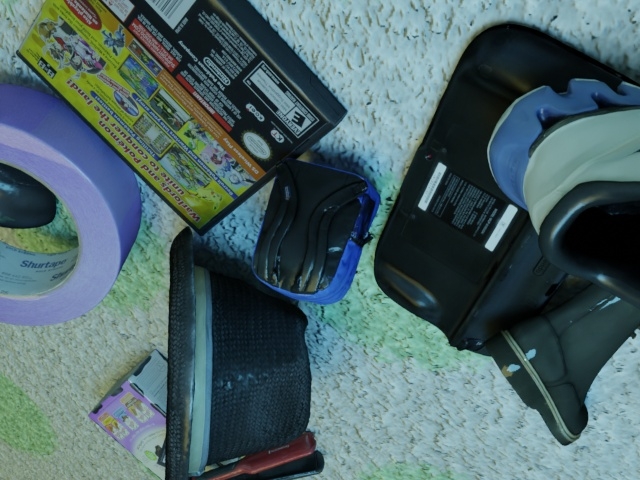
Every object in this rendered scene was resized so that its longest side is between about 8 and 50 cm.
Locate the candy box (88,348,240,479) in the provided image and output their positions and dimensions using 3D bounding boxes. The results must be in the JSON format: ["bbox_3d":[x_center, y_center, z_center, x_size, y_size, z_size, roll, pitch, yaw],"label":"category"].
[{"bbox_3d":[-0.223,0.274,1.122,0.196,0.070,0.165,44,135,-7],"label":"candy box"}]

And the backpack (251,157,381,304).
[{"bbox_3d":[0.000,0.000,0.712,0.098,0.120,0.101,14,169,25],"label":"backpack"}]

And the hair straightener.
[{"bbox_3d":[-0.101,0.337,1.038,0.230,0.047,0.089,-22,121,1],"label":"hair straightener"}]

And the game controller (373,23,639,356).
[{"bbox_3d":[0.150,-0.026,0.661,0.166,0.067,0.319,39,137,18],"label":"game controller"}]

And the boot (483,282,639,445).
[{"bbox_3d":[0.250,0.112,0.700,0.137,0.077,0.198,-36,140,10],"label":"boot"}]

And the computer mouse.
[{"bbox_3d":[-0.454,-0.104,0.947,0.272,0.072,0.188,43,135,-6],"label":"computer mouse"}]

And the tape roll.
[{"bbox_3d":[-0.350,-0.034,0.865,0.274,0.090,0.275,3,124,4],"label":"tape roll"}]

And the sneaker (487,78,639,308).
[{"bbox_3d":[0.266,-0.020,0.452,0.315,0.182,0.127,-6,125,11],"label":"sneaker"}]

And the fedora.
[{"bbox_3d":[-0.092,0.139,0.836,0.152,0.334,0.334,1,135,-12],"label":"fedora"}]

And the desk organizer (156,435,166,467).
[{"bbox_3d":[-0.169,0.243,1.024,0.047,0.050,0.130,18,89,18],"label":"desk organizer"}]

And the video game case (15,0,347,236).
[{"bbox_3d":[-0.146,-0.157,0.742,0.275,0.035,0.248,46,135,-11],"label":"video game case"}]
